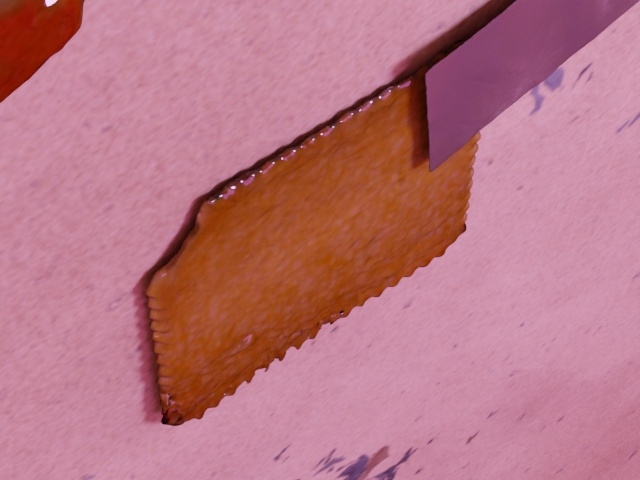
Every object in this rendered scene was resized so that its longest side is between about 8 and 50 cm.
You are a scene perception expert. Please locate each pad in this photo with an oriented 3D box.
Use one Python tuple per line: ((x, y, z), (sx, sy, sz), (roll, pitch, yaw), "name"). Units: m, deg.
((0.129, -0.117, 1.068), (0.188, 0.006, 0.113), (-39, 159, -14), "pad")

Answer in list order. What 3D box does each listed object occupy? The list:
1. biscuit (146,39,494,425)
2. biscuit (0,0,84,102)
((0.000, 0.000, 1.103), (0.232, 0.013, 0.237), (-32, 155, -17), "biscuit")
((-0.200, -0.109, 0.513), (0.368, 0.076, 0.394), (-27, 155, -29), "biscuit")
